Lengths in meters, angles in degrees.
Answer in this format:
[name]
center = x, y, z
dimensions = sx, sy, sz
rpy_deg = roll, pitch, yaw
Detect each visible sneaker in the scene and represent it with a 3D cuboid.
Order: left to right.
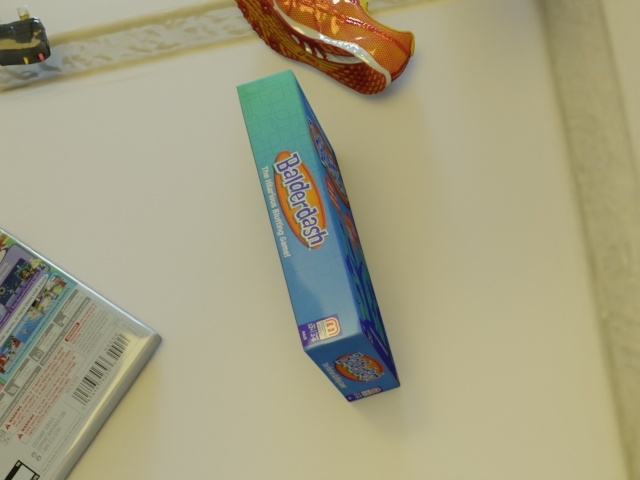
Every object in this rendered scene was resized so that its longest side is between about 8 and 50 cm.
[sneaker]
center = 0.000, -0.182, 1.207
dimensions = 0.175, 0.064, 0.067
rpy_deg = 33, 62, 16

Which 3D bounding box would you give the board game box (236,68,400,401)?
[board game box]
center = 0.000, 0.000, 1.081
dimensions = 0.047, 0.160, 0.210
rpy_deg = -18, 69, 6

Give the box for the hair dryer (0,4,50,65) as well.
[hair dryer]
center = -0.381, -0.173, 1.295
dimensions = 0.294, 0.080, 0.223
rpy_deg = -24, 52, -2

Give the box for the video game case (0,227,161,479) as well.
[video game case]
center = -0.263, 0.115, 1.178
dimensions = 0.193, 0.023, 0.212
rpy_deg = 31, 82, 21
